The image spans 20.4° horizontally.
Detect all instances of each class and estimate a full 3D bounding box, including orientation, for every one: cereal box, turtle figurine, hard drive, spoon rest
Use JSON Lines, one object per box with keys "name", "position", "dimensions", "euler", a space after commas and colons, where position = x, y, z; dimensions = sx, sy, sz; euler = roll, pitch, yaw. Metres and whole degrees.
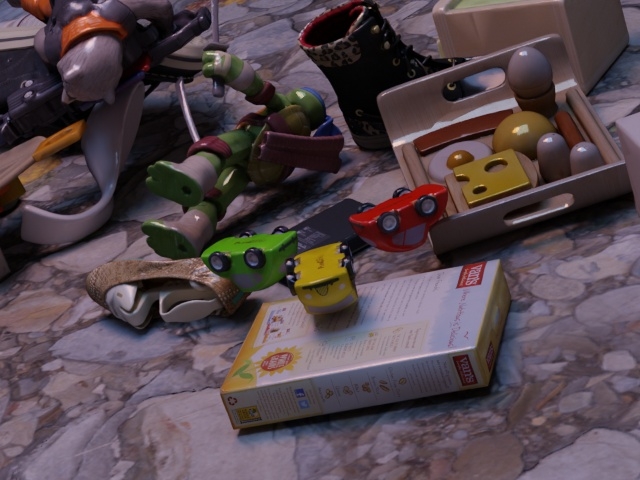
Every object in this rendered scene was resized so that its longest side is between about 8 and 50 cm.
{"name": "cereal box", "position": [0.044, 0.092, 1.599], "dimensions": [0.240, 0.047, 0.173], "euler": [-10, 23, 19]}
{"name": "turtle figurine", "position": [-0.132, -0.121, 2.011], "dimensions": [0.198, 0.274, 0.266], "euler": [-33, 14, 47]}
{"name": "hard drive", "position": [0.000, 0.000, 1.869], "dimensions": [0.135, 0.022, 0.094], "euler": [-28, 25, -20]}
{"name": "spoon rest", "position": [-0.270, -0.090, 2.179], "dimensions": [0.084, 0.137, 0.276], "euler": [22, 46, 7]}

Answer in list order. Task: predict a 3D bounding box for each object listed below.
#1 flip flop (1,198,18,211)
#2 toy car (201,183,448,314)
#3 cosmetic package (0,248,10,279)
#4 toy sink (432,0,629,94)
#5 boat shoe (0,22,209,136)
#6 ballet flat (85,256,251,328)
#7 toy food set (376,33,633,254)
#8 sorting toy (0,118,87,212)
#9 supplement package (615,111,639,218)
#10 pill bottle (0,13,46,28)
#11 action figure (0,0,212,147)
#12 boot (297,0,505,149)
{"name": "flip flop", "position": [-0.510, -0.068, 2.355], "dimensions": [0.277, 0.080, 0.112], "euler": [16, 34, 30]}
{"name": "toy car", "position": [-0.012, 0.017, 1.699], "dimensions": [0.225, 0.053, 0.239], "euler": [-5, 20, 36]}
{"name": "cosmetic package", "position": [-0.430, 0.033, 2.099], "dimensions": [0.115, 0.041, 0.060], "euler": [-1, 29, 37]}
{"name": "toy sink", "position": [0.224, -0.253, 2.119], "dimensions": [0.234, 0.131, 0.153], "euler": [-3, 28, 34]}
{"name": "boat shoe", "position": [-0.327, -0.217, 2.418], "dimensions": [0.187, 0.156, 0.500], "euler": [1, 0, -45]}
{"name": "ballet flat", "position": [-0.165, 0.055, 1.821], "dimensions": [0.206, 0.073, 0.067], "euler": [-9, 39, 30]}
{"name": "toy food set", "position": [0.189, -0.111, 1.851], "dimensions": [0.220, 0.092, 0.306], "euler": [-18, 30, 2]}
{"name": "sorting toy", "position": [-0.418, -0.041, 2.116], "dimensions": [0.348, 0.047, 0.196], "euler": [-24, 17, 23]}
{"name": "supplement package", "position": [0.374, -0.004, 1.398], "dimensions": [0.175, 0.177, 0.293], "euler": [-20, 24, -2]}
{"name": "pill bottle", "position": [-0.398, -0.287, 2.681], "dimensions": [0.221, 0.121, 0.121], "euler": [1, 30, 39]}
{"name": "action figure", "position": [-0.326, -0.262, 2.165], "dimensions": [0.341, 0.178, 0.330], "euler": [-33, 43, 4]}
{"name": "boot", "position": [0.107, -0.200, 2.009], "dimensions": [0.236, 0.178, 0.085], "euler": [-15, 45, 24]}
